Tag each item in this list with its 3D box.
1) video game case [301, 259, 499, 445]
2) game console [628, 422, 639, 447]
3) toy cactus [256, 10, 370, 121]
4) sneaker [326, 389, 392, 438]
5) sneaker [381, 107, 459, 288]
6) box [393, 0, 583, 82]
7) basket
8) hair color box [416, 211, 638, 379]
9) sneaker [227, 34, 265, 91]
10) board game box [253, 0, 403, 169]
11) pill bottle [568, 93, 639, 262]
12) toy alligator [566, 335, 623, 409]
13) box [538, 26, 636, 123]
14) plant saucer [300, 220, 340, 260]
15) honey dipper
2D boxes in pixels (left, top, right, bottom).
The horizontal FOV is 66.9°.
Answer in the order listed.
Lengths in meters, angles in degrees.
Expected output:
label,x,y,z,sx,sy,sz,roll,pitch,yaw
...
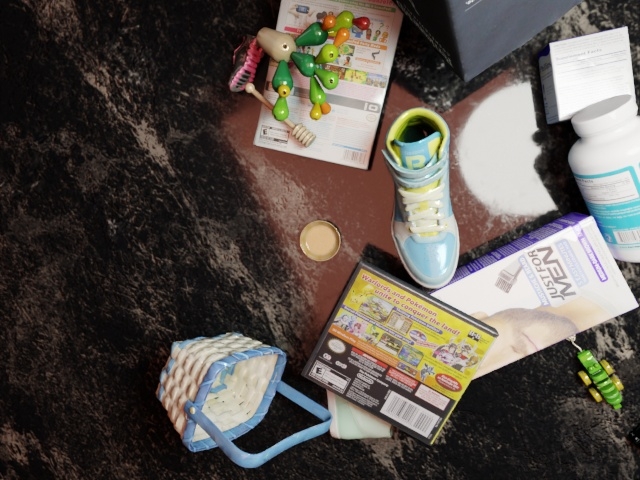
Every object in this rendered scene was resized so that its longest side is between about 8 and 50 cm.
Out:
label,x,y,z,sx,sy,sz,roll,pitch,yaw
video game case,0.139,0.206,0.888,0.275,0.035,0.248,28,102,5
game console,0.660,0.488,0.947,0.213,0.044,0.361,38,100,4
toy cactus,-0.030,-0.313,0.835,0.181,0.112,0.218,39,105,21
sneaker,0.088,0.284,0.978,0.151,0.094,0.255,-2,107,15
sneaker,0.171,-0.075,0.835,0.127,0.208,0.318,-9,82,13
box,0.140,-0.553,0.602,0.297,0.472,0.479,-36,67,13
basket,-0.147,0.303,0.929,0.289,0.255,0.200,21,98,35
hair color box,0.370,0.107,0.909,0.339,0.110,0.185,-29,93,13
sneaker,-0.155,-0.355,0.965,0.057,0.047,0.119,36,101,25
board game box,0.016,-0.305,0.914,0.224,0.097,0.303,14,101,6
pill bottle,0.517,-0.105,0.814,0.146,0.146,0.264,-27,106,11
toy alligator,0.529,0.252,0.930,0.056,0.051,0.189,-33,92,11
box,0.469,-0.288,0.859,0.126,0.072,0.137,-9,97,10
plant saucer,0.000,0.000,0.996,0.084,0.015,0.083,1,98,9
honey dipper,-0.077,-0.229,0.878,0.161,0.030,0.030,41,101,4
